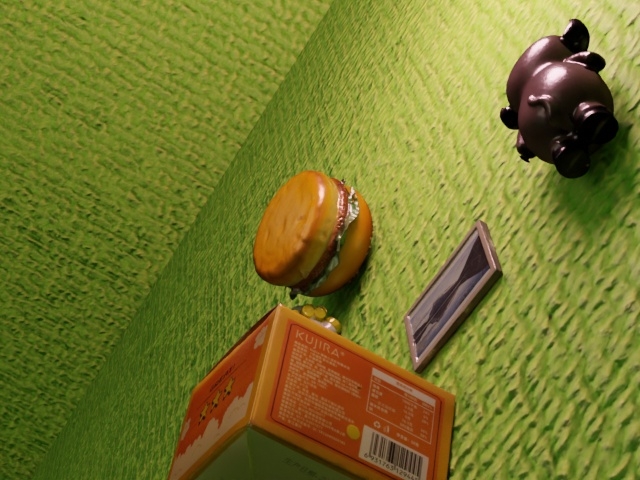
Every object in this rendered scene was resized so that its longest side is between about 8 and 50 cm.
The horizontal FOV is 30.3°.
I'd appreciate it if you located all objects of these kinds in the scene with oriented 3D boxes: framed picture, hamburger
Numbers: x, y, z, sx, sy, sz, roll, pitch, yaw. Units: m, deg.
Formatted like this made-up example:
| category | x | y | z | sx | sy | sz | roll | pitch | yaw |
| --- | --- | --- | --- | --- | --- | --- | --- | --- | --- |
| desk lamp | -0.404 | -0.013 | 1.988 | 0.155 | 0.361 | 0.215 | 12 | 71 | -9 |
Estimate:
| category | x | y | z | sx | sy | sz | roll | pitch | yaw |
| --- | --- | --- | --- | --- | --- | --- | --- | --- | --- |
| framed picture | 0.190 | 0.081 | 1.725 | 0.203 | 0.015 | 0.150 | -54 | 18 | 24 |
| hamburger | -0.001 | 0.000 | 2.155 | 0.246 | 0.170 | 0.246 | -39 | 38 | 40 |

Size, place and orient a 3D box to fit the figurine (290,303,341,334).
| category | x | y | z | sx | sy | sz | roll | pitch | yaw |
| --- | --- | --- | --- | --- | --- | --- | --- | --- | --- |
| figurine | -0.034 | 0.180 | 2.116 | 0.178 | 0.109 | 0.129 | 166 | 109 | -72 |

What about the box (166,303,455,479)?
| category | x | y | z | sx | sy | sz | roll | pitch | yaw |
| --- | --- | --- | --- | --- | --- | --- | --- | --- | --- |
| box | -0.014 | 0.270 | 1.551 | 0.259 | 0.283 | 0.214 | -45 | 22 | 43 |

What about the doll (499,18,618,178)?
| category | x | y | z | sx | sy | sz | roll | pitch | yaw |
| --- | --- | --- | --- | --- | --- | --- | --- | --- | --- |
| doll | 0.323 | -0.189 | 1.587 | 0.182 | 0.117 | 0.257 | -53 | 19 | 22 |
